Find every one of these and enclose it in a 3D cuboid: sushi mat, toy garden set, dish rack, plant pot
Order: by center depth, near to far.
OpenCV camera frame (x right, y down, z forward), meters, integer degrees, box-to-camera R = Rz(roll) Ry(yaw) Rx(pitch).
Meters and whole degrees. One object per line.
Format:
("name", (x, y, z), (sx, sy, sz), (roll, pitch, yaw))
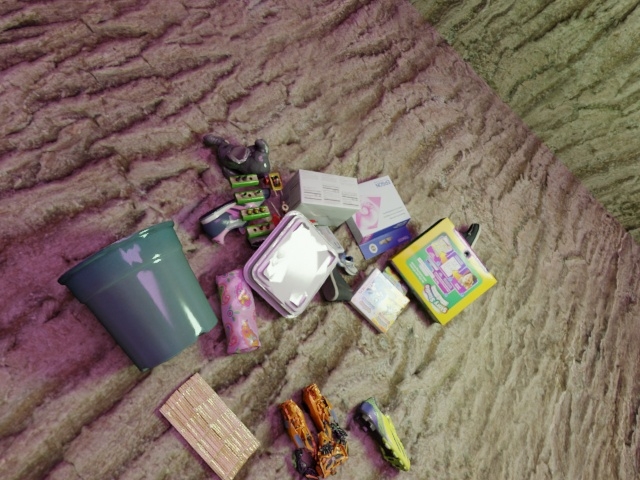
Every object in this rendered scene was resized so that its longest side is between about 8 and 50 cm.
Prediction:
("plant pot", (-0.493, 0.169, 1.173), (0.341, 0.341, 0.334), (-35, 97, -35))
("sushi mat", (-0.338, 0.577, 1.248), (0.316, 0.019, 0.151), (49, 56, -1))
("dish rack", (-0.083, 0.086, 1.446), (0.285, 0.072, 0.332), (48, 64, -24))
("toy garden set", (-0.205, -0.145, 1.484), (0.204, 0.049, 0.244), (-13, 75, -33))

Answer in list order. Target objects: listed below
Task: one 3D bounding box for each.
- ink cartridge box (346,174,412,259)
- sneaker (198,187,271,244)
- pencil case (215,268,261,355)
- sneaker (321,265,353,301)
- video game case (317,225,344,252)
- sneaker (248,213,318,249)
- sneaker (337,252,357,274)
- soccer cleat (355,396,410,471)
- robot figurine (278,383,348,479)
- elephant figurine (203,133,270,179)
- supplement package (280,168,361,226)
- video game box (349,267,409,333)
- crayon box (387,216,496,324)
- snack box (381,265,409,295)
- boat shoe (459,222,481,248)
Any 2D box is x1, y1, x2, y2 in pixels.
("ink cartridge box", (0.262, -0.116, 1.851), (0.324, 0.071, 0.330), (-22, 79, -34))
("sneaker", (-0.301, -0.096, 1.525), (0.319, 0.112, 0.131), (-34, 108, -35))
("pencil case", (-0.283, 0.240, 1.369), (0.124, 0.124, 0.283), (-4, 71, -30))
("sneaker", (0.052, 0.148, 1.627), (0.118, 0.083, 0.221), (19, 49, -46))
("video game case", (0.000, 0.000, 1.644), (0.143, 0.019, 0.157), (-7, 45, -31))
("sneaker", (-0.145, -0.054, 1.557), (0.279, 0.107, 0.118), (-12, 66, -18))
("sneaker", (0.118, 0.096, 1.660), (0.135, 0.058, 0.052), (37, 20, -38))
("soccer cleat", (0.246, 0.706, 1.472), (0.121, 0.093, 0.289), (-36, 89, -42))
("robot figurine", (-0.014, 0.652, 1.355), (0.211, 0.085, 0.290), (-23, 82, -33))
("elephant figurine", (-0.327, -0.318, 1.582), (0.240, 0.186, 0.169), (-5, 115, -20))
("supplement package", (-0.006, -0.165, 1.639), (0.262, 0.204, 0.145), (5, 69, -27))
("video game box", (0.241, 0.249, 1.670), (0.205, 0.048, 0.187), (44, 71, -5))
("crayon box", (0.535, 0.135, 1.787), (0.313, 0.106, 0.362), (-37, 89, -3))
("snack box", (0.309, 0.197, 1.758), (0.141, 0.037, 0.100), (46, 57, -4))
("boat shoe", (0.704, 0.014, 2.009), (0.113, 0.127, 0.340), (28, 58, 11))
